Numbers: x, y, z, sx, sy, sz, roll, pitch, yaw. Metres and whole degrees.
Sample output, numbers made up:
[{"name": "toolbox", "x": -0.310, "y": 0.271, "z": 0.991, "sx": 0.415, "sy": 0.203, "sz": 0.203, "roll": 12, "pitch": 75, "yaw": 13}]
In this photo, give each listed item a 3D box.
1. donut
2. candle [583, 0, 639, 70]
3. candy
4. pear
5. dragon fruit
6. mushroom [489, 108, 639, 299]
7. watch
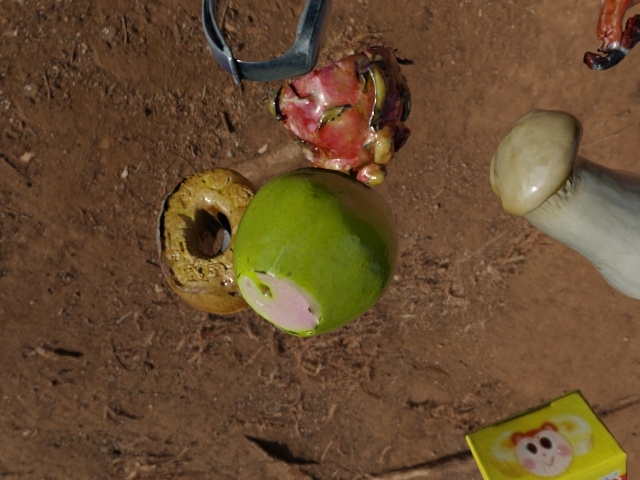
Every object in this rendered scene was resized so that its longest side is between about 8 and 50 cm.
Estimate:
[{"name": "donut", "x": -0.219, "y": -0.002, "z": 0.989, "sx": 0.299, "sy": 0.317, "sz": 0.150, "roll": -48, "pitch": 160, "yaw": -9}, {"name": "candle", "x": 0.255, "y": -0.262, "z": 0.319, "sx": 0.059, "sy": 0.084, "sz": 0.302, "roll": 21, "pitch": 89, "yaw": -13}, {"name": "candy", "x": 0.284, "y": 0.312, "z": 0.551, "sx": 0.146, "sy": 0.088, "sz": 0.276, "roll": -23, "pitch": 124, "yaw": 5}, {"name": "pear", "x": 0.000, "y": 0.000, "z": 0.528, "sx": 0.187, "sy": 0.220, "sz": 0.187, "roll": 19, "pitch": 141, "yaw": 17}, {"name": "dragon fruit", "x": 0.074, "y": -0.245, "z": 0.973, "sx": 0.314, "sy": 0.296, "sz": 0.263, "roll": -16, "pitch": 101, "yaw": 17}, {"name": "mushroom", "x": 0.310, "y": -0.038, "z": 0.513, "sx": 0.328, "sy": 0.159, "sz": 0.122, "roll": 23, "pitch": 116, "yaw": -28}, {"name": "watch", "x": -0.088, "y": -0.333, "z": 0.679, "sx": 0.192, "sy": 0.206, "sz": 0.068, "roll": 13, "pitch": 165, "yaw": 4}]
